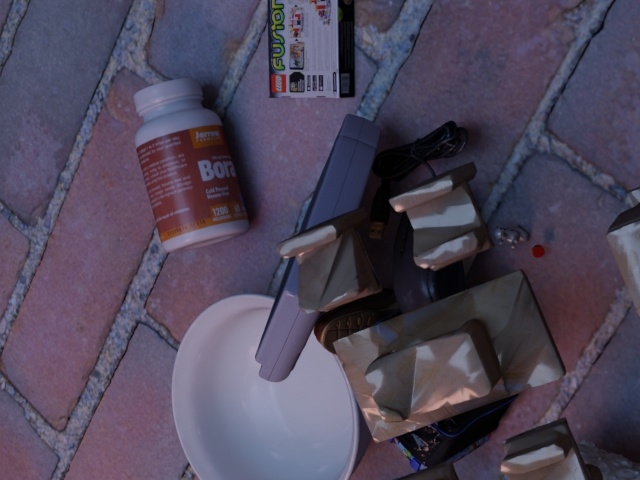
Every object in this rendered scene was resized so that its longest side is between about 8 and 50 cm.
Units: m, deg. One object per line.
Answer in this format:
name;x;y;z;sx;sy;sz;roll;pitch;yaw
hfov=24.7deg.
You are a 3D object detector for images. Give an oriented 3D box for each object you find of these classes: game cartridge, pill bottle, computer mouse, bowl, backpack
game cartridge;0.000;0.000;1.714;0.062;0.297;0.198;24;139;-5
pill bottle;-0.178;-0.100;1.943;0.121;0.121;0.216;-18;86;36
computer mouse;0.098;-0.005;1.732;0.184;0.060;0.262;-15;69;57
bowl;-0.038;0.204;1.876;0.298;0.134;0.297;6;100;36
backpack;0.126;0.171;1.738;0.173;0.158;0.117;45;136;21

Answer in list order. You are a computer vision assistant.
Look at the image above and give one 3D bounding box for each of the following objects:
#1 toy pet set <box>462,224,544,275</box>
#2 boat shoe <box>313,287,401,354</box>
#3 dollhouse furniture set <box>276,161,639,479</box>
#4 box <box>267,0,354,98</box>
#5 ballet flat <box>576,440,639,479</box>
toy pet set;0.193;0.027;1.745;0.114;0.065;0.122;21;115;-5
boat shoe;0.049;0.094;1.772;0.060;0.178;0.064;35;119;31
dollhouse furniture set;0.219;0.087;1.525;0.394;0.256;0.362;-22;92;20
box;-0.013;-0.284;1.851;0.114;0.036;0.207;5;99;35
ballet flat;0.409;0.353;1.576;0.409;0.147;0.147;44;119;28
